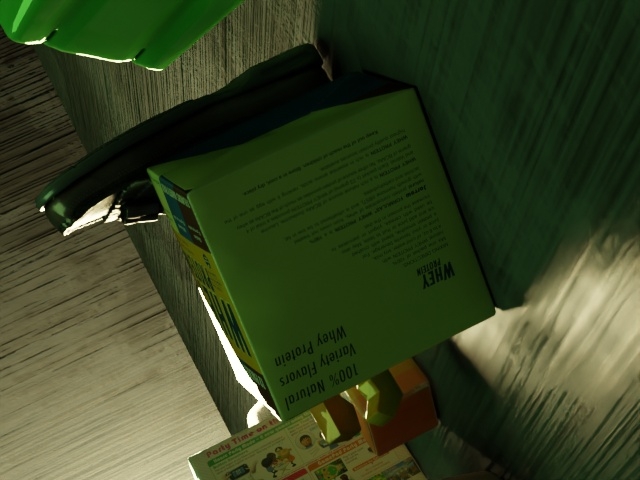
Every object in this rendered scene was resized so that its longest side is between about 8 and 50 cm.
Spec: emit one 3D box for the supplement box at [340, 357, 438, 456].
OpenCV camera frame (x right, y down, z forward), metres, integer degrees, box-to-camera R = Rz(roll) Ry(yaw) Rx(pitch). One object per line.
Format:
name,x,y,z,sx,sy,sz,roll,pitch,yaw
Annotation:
supplement box,0.032,0.107,1.820,0.233,0.078,0.080,56,168,40

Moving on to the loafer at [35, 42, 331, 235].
loafer,-0.098,-0.072,1.516,0.095,0.302,0.109,58,149,1

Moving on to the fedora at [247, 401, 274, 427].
fedora,0.002,0.320,2.264,0.244,0.124,0.275,83,167,-51

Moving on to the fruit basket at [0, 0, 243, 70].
fruit basket,-0.176,-0.380,1.473,0.392,0.283,0.392,-8,79,45

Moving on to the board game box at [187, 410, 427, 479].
board game box,0.018,0.325,1.969,0.303,0.224,0.097,58,169,33

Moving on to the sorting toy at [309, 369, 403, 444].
sorting toy,-0.003,0.033,1.610,0.041,0.229,0.307,-43,67,35

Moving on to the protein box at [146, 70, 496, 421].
protein box,0.000,0.000,1.428,0.201,0.199,0.136,68,167,-17

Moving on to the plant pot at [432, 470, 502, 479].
plant pot,0.074,0.356,1.640,0.323,0.280,0.323,59,167,23
